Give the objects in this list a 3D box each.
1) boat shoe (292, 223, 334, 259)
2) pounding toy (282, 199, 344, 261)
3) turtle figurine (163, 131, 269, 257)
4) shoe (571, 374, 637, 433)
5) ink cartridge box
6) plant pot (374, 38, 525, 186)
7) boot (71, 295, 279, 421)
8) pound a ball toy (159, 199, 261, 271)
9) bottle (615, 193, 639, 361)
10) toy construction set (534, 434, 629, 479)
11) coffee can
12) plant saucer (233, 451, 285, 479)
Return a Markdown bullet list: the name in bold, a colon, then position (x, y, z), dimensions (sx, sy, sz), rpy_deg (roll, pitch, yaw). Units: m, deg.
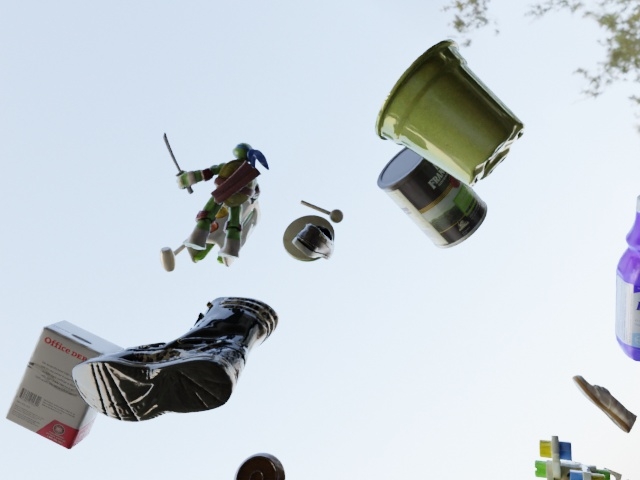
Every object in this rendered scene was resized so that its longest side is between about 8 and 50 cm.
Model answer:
- **boat shoe**: position (0.000, 0.000, 1.428), dimensions (0.068, 0.081, 0.228), rpy_deg (-53, -12, 8)
- **pounding toy**: position (-0.024, -0.007, 2.000), dimensions (0.110, 0.183, 0.236), rpy_deg (74, -146, -57)
- **turtle figurine**: position (-0.247, -0.101, 1.375), dimensions (0.198, 0.275, 0.266), rpy_deg (32, -112, -63)
- **shoe**: position (0.791, 0.443, 1.586), dimensions (0.058, 0.219, 0.076), rpy_deg (-47, 3, 2)
- **ink cartridge box**: position (-0.589, 0.329, 1.322), dimensions (0.100, 0.172, 0.237), rpy_deg (-30, -36, -85)
- **plant pot**: position (0.310, -0.267, 1.298), dimensions (0.276, 0.254, 0.276), rpy_deg (-41, -17, -16)
- **boot**: position (-0.287, 0.232, 1.179), dimensions (0.378, 0.284, 0.138), rpy_deg (-12, -75, 25)
- **pound a ball toy**: position (-0.346, -0.040, 1.775), dimensions (0.319, 0.208, 0.135), rpy_deg (-62, -29, -48)
- **bottle**: position (0.550, 0.062, 0.931), dimensions (0.118, 0.092, 0.282), rpy_deg (-6, -69, 9)
- **toy construction set**: position (0.460, 0.480, 1.012), dimensions (0.151, 0.214, 0.328), rpy_deg (-11, -29, 35)
- **coffee can**: position (0.332, -0.138, 1.690), dimensions (0.201, 0.201, 0.275), rpy_deg (-44, -70, 7)
- **plant saucer**: position (-0.190, 0.728, 1.735), dimensions (0.169, 0.168, 0.029), rpy_deg (-31, -38, -10)
